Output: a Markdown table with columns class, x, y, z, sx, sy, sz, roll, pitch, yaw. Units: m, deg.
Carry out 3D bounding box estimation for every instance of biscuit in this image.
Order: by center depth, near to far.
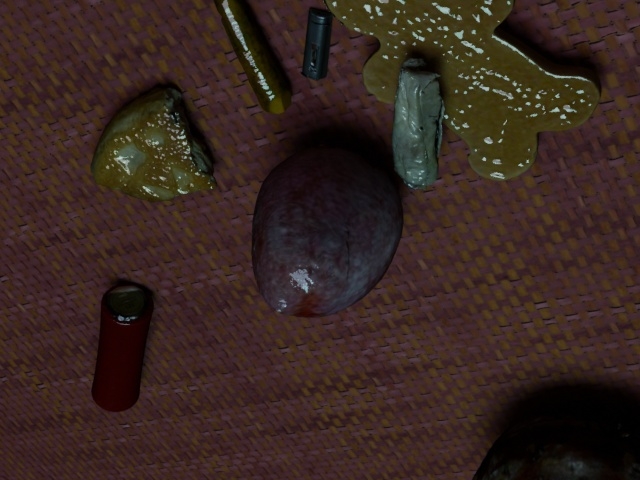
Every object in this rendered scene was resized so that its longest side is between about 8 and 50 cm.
| class | x | y | z | sx | sy | sz | roll | pitch | yaw |
| --- | --- | --- | --- | --- | --- | --- | --- | --- | --- |
| biscuit | 0.143 | -0.214 | 1.267 | 0.339 | 0.047 | 0.216 | 35 | 133 | -14 |

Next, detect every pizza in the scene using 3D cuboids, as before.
| class | x | y | z | sx | sy | sz | roll | pitch | yaw |
| --- | --- | --- | --- | --- | --- | --- | --- | --- | --- |
| pizza | -0.199 | -0.114 | 1.482 | 0.161 | 0.062 | 0.182 | 33 | 130 | -4 |

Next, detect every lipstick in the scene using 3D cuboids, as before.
| class | x | y | z | sx | sy | sz | roll | pitch | yaw |
| --- | --- | --- | --- | --- | --- | --- | --- | --- | --- |
| lipstick | -0.303 | 0.167 | 1.773 | 0.080 | 0.080 | 0.241 | 19 | 135 | 1 |

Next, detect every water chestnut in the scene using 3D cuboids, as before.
| class | x | y | z | sx | sy | sz | roll | pitch | yaw |
| --- | --- | --- | --- | --- | --- | --- | --- | --- | --- |
| water chestnut | 0.363 | 0.403 | 1.589 | 0.335 | 0.347 | 0.335 | 8 | 125 | 12 |

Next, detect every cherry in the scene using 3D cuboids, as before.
| class | x | y | z | sx | sy | sz | roll | pitch | yaw |
| --- | --- | --- | --- | --- | --- | --- | --- | --- | --- |
| cherry | 0.000 | 0.000 | 1.382 | 0.175 | 0.250 | 0.192 | 19 | 135 | 14 |

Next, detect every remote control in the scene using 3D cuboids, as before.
| class | x | y | z | sx | sy | sz | roll | pitch | yaw |
| --- | --- | --- | --- | --- | --- | --- | --- | --- | --- |
| remote control | -0.004 | -0.223 | 1.332 | 0.034 | 0.016 | 0.091 | 17 | 136 | 10 |

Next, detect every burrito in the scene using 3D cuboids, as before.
| class | x | y | z | sx | sy | sz | roll | pitch | yaw |
| --- | --- | --- | --- | --- | --- | --- | --- | --- | --- |
| burrito | 0.110 | -0.123 | 1.304 | 0.058 | 0.045 | 0.188 | 31 | 144 | 26 |

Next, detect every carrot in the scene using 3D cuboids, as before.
| class | x | y | z | sx | sy | sz | roll | pitch | yaw |
| --- | --- | --- | --- | --- | --- | --- | --- | --- | --- |
| carrot | -0.079 | -0.221 | 1.346 | 0.042 | 0.042 | 0.171 | -9 | 126 | 26 |
